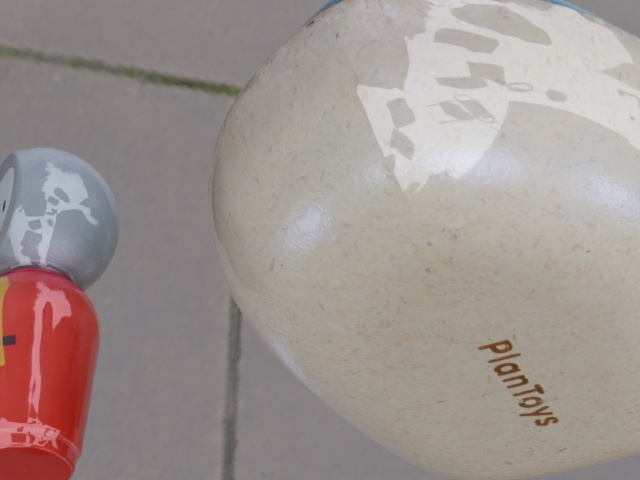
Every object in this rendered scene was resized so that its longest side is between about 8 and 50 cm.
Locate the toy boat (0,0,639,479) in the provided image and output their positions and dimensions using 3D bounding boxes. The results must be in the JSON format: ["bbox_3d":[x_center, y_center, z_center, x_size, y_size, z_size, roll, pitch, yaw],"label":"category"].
[{"bbox_3d":[0.000,0.000,0.549,0.318,0.267,0.148,-12,54,14],"label":"toy boat"}]
